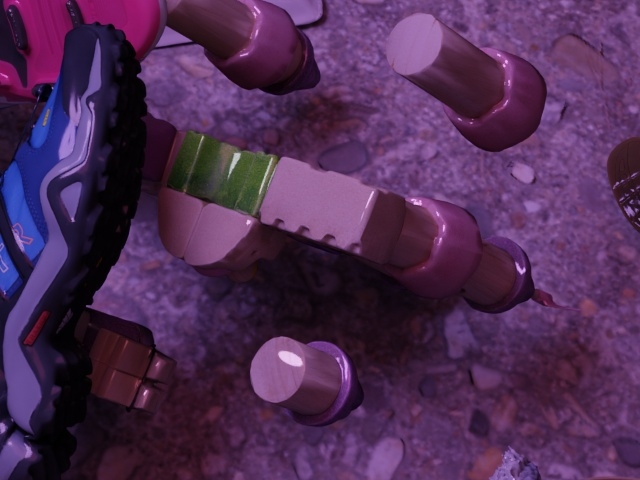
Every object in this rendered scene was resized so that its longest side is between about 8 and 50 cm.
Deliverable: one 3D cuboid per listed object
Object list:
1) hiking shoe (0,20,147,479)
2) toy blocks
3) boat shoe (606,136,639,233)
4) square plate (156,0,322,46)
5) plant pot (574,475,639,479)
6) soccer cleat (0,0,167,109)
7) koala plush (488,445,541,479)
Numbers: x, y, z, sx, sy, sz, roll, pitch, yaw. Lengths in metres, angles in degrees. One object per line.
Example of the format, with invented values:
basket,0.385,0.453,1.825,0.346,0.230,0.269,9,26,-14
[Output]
hiking shoe,-0.196,0.004,1.117,0.132,0.113,0.304,13,84,7
toy blocks,0.000,0.000,1.256,0.288,0.260,0.309,18,86,37
boat shoe,0.270,-0.012,1.359,0.056,0.048,0.153,-39,63,4
square plate,-0.200,-0.303,1.468,0.347,0.049,0.344,-10,63,-9
plant pot,0.205,0.275,1.209,0.236,0.032,0.236,2,63,-4
soccer cleat,-0.236,-0.146,1.268,0.331,0.116,0.143,-14,14,27
koala plush,0.149,0.220,1.091,0.196,0.221,0.203,38,66,15
